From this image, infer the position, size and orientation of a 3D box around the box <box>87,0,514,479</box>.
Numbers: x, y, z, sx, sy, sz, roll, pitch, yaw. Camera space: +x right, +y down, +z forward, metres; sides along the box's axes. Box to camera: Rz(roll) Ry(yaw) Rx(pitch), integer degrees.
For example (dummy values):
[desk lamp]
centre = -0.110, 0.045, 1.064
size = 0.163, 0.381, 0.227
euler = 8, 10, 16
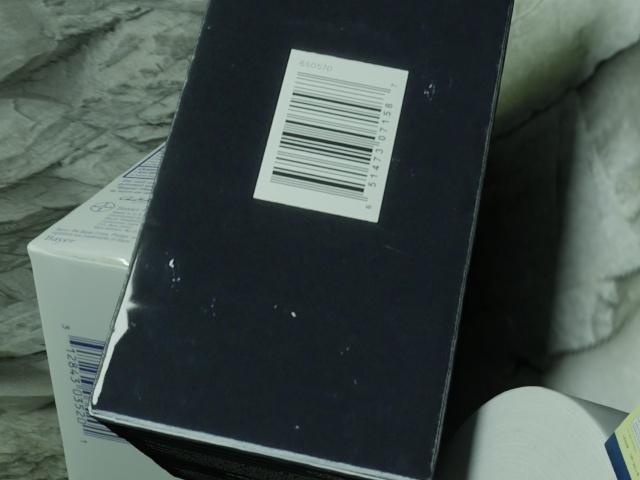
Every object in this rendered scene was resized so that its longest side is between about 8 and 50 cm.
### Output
[box]
centre = 0.000, 0.000, 0.632
size = 0.312, 0.179, 0.343
euler = 92, -170, -69

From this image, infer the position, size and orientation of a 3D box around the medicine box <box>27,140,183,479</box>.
[medicine box]
centre = -0.132, 0.069, 0.905
size = 0.289, 0.149, 0.263
euler = -54, -33, -58

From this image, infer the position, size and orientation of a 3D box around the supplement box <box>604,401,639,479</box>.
[supplement box]
centre = 0.162, 0.074, 0.313
size = 0.056, 0.083, 0.083
euler = -94, 26, -54

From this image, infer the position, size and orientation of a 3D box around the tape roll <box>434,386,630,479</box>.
[tape roll]
centre = 0.106, 0.182, 0.414
size = 0.219, 0.072, 0.219
euler = -161, 90, -75
